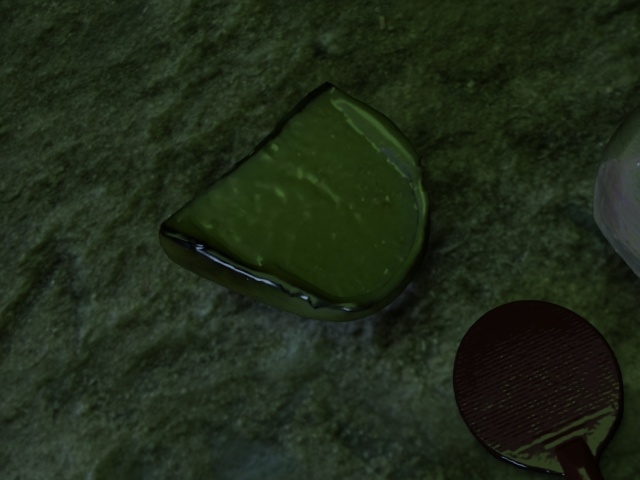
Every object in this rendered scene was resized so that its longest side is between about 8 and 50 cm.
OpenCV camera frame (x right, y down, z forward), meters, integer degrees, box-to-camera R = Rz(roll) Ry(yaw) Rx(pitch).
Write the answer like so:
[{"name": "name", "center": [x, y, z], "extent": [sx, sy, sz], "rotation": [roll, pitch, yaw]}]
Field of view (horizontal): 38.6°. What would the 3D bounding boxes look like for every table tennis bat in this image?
[{"name": "table tennis bat", "center": [0.276, 0.204, 1.094], "extent": [0.200, 0.038, 0.310], "rotation": [-25, 55, 5]}]

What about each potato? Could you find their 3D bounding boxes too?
[{"name": "potato", "center": [0.000, 0.000, 1.241], "extent": [0.280, 0.213, 0.330], "rotation": [39, 69, 15]}]

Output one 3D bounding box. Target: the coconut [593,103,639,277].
[{"name": "coconut", "center": [0.461, -0.068, 1.039], "extent": [0.297, 0.297, 0.254], "rotation": [-37, 67, -4]}]
